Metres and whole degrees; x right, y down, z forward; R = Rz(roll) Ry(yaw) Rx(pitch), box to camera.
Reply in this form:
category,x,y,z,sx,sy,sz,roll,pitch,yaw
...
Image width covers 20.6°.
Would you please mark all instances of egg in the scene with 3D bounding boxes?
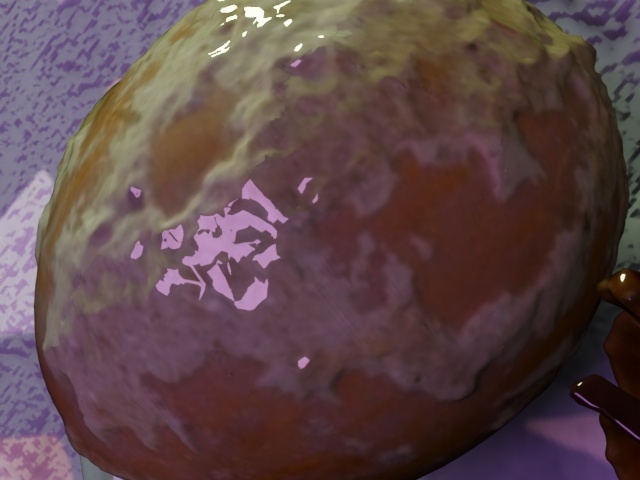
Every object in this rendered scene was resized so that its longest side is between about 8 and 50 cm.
category,x,y,z,sx,sy,sz,roll,pitch,yaw
egg,0.000,0.000,0.638,0.233,0.195,0.195,-47,61,8

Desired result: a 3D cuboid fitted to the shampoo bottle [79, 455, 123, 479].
category,x,y,z,sx,sy,sz,roll,pitch,yaw
shampoo bottle,-0.072,0.124,0.755,0.056,0.056,0.195,-18,75,32

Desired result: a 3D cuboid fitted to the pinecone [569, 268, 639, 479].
category,x,y,z,sx,sy,sz,roll,pitch,yaw
pinecone,0.175,0.073,0.506,0.202,0.201,0.229,-107,23,-45
